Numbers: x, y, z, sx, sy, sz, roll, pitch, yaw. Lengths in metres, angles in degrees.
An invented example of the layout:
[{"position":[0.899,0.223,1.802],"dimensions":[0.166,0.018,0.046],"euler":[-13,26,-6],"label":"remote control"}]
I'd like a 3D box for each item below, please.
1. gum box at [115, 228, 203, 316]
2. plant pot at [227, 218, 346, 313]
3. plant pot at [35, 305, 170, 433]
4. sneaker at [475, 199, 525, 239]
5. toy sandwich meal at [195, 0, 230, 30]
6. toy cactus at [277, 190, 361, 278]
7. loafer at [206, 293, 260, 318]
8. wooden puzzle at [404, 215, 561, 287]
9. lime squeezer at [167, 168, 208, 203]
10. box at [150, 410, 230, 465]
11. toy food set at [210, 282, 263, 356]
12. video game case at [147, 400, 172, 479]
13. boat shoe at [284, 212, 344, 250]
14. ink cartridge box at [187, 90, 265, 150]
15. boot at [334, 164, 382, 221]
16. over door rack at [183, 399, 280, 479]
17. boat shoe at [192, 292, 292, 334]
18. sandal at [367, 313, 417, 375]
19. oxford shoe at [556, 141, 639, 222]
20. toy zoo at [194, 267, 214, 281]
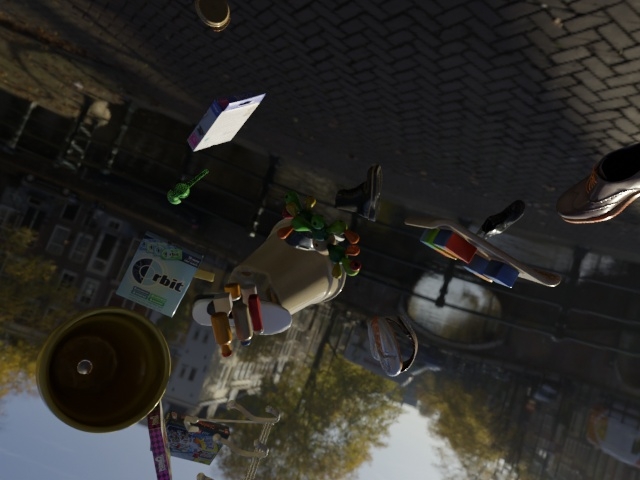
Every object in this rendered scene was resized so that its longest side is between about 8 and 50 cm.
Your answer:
[{"position":[-0.415,0.087,1.471],"dimensions":[0.157,0.184,0.041],"euler":[27,-167,-16],"label":"gum box"},{"position":[-0.133,0.124,1.920],"dimensions":[0.334,0.334,0.305],"euler":[14,-151,30],"label":"plant pot"},{"position":[-0.487,0.275,1.235],"dimensions":[0.254,0.254,0.239],"euler":[25,157,-28],"label":"plant pot"},{"position":[0.568,-0.063,1.803],"dimensions":[0.089,0.170,0.051],"euler":[-1,-131,-41],"label":"sneaker"},{"position":[-0.231,-0.492,1.218],"dimensions":[0.085,0.085,0.029],"euler":[25,166,-31],"label":"toy sandwich meal"},{"position":[0.000,0.000,1.143],"dimensions":[0.219,0.112,0.180],"euler":[38,170,15],"label":"toy cactus"},{"position":[-0.250,0.190,1.587],"dimensions":[0.170,0.061,0.062],"euler":[-15,127,26],"label":"loafer"},{"position":[0.400,0.037,1.495],"dimensions":[0.348,0.080,0.322],"euler":[26,-179,-5],"label":"wooden puzzle"},{"position":[-0.506,-0.193,2.094],"dimensions":[0.059,0.110,0.310],"euler":[37,-157,-7],"label":"lime squeezer"},{"position":[-0.462,0.704,2.023],"dimensions":[0.233,0.159,0.044],"euler":[25,-162,-24],"label":"box"},{"position":[-0.202,0.188,1.409],"dimensions":[0.111,0.104,0.232],"euler":[-9,-165,-2],"label":"toy food set"},{"position":[-0.480,0.609,1.704],"dimensions":[0.042,0.232,0.210],"euler":[-9,-166,-15],"label":"video game case"},{"position":[-0.020,-0.020,1.648],"dimensions":[0.114,0.091,0.302],"euler":[46,-168,22],"label":"boat shoe"},{"position":[-0.347,-0.449,2.084],"dimensions":[0.311,0.186,0.065],"euler":[-34,86,48],"label":"ink cartridge box"},{"position":[0.103,-0.143,1.646],"dimensions":[0.137,0.077,0.198],"euler":[16,137,14],"label":"boot"},{"position":[-0.287,0.551,1.502],"dimensions":[0.324,0.239,0.108],"euler":[-14,121,25],"label":"over door rack"},{"position":[-0.238,0.212,1.733],"dimensions":[0.301,0.108,0.102],"euler":[6,-158,-13],"label":"boat shoe"},{"position":[0.138,0.182,1.064],"dimensions":[0.076,0.102,0.265],"euler":[-9,178,-3],"label":"sandal"},{"position":[0.655,-0.142,1.296],"dimensions":[0.133,0.130,0.364],"euler":[15,156,-17],"label":"oxford shoe"},{"position":[-0.469,0.094,1.917],"dimensions":[0.192,0.030,0.293],"euler":[17,175,-21],"label":"toy zoo"}]
